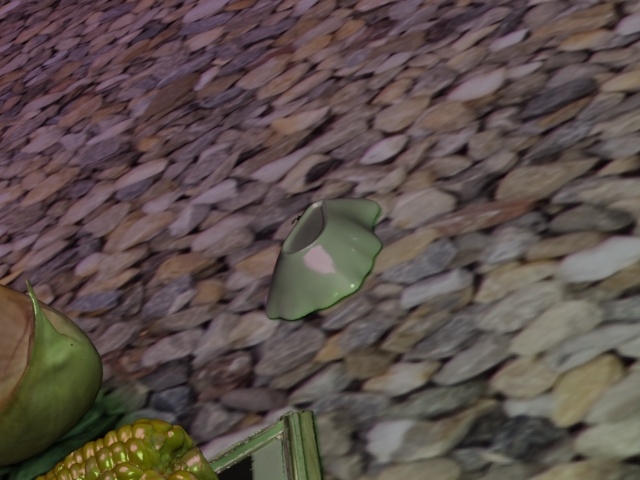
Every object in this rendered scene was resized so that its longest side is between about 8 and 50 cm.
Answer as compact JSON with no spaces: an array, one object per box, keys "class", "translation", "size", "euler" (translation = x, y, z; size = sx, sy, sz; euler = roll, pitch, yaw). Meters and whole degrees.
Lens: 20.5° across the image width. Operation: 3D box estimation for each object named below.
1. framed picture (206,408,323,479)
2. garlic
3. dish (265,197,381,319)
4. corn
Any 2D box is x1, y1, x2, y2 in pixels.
[{"class":"framed picture","translation":[-0.092,0.223,1.034],"size":[0.231,0.018,0.293],"euler":[-31,24,8]},{"class":"garlic","translation":[-0.246,0.089,1.322],"size":[0.145,0.164,0.245],"euler":[-29,22,-33]},{"class":"dish","translation":[0.000,0.000,1.315],"size":[0.091,0.039,0.137],"euler":[-20,28,31]},{"class":"corn","translation":[-0.182,0.212,1.044],"size":[0.291,0.101,0.101],"euler":[-37,23,6]}]
